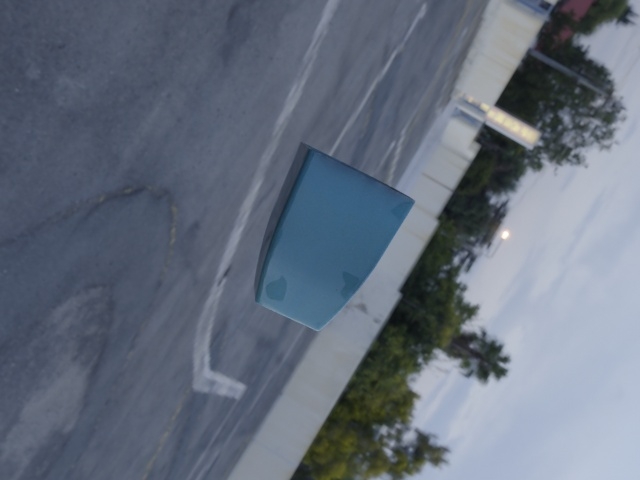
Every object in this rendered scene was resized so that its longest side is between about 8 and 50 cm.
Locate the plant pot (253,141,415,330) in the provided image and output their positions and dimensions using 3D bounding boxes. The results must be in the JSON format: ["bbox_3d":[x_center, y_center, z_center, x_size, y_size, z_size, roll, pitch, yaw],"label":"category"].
[{"bbox_3d":[0.000,0.000,1.219,0.234,0.166,0.165,-64,-170,6],"label":"plant pot"}]
